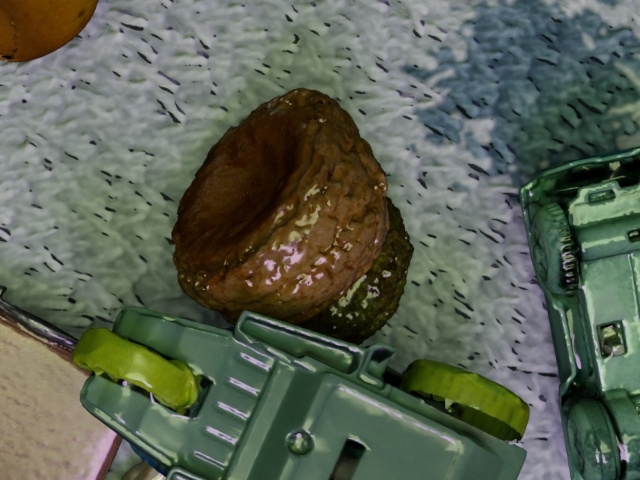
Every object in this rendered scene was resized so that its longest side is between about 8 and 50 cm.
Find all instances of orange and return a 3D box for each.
[{"bbox_3d":[-0.224,-0.205,1.179,0.156,0.156,0.134,48,70,-9],"label":"orange"}]

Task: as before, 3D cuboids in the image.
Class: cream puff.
[{"bbox_3d":[0.000,0.000,1.231,0.169,0.183,0.183,37,92,-31],"label":"cream puff"}]

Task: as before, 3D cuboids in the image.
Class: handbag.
[{"bbox_3d":[-0.240,0.121,1.253,0.193,0.072,0.151,32,93,-7],"label":"handbag"}]

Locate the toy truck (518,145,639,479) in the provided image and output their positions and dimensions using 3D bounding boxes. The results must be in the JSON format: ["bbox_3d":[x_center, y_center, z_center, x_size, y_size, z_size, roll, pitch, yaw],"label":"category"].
[{"bbox_3d":[0.242,0.068,1.252,0.155,0.156,0.278,-12,98,-4],"label":"toy truck"}]

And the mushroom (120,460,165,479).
[{"bbox_3d":[-0.127,0.194,1.285,0.202,0.054,0.059,-45,98,-4],"label":"mushroom"}]

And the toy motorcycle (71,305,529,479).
[{"bbox_3d":[-0.029,0.146,1.188,0.326,0.200,0.191,26,78,-7],"label":"toy motorcycle"}]
